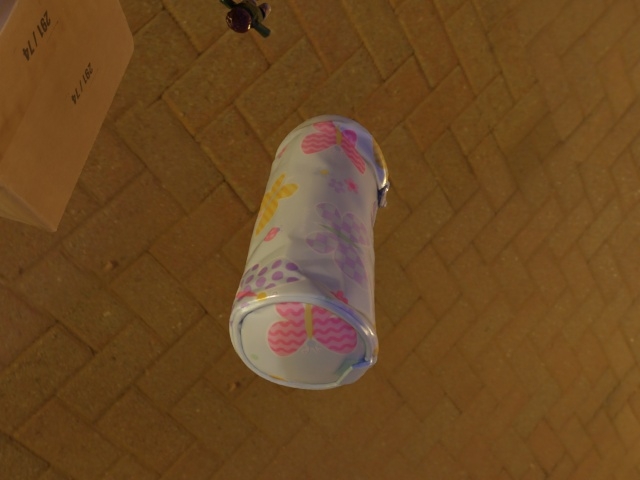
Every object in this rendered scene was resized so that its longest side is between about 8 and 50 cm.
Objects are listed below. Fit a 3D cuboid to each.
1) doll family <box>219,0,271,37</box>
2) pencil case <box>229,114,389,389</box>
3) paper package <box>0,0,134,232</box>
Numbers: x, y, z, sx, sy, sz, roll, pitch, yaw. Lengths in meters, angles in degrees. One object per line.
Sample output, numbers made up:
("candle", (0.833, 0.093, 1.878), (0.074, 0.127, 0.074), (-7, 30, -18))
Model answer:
("doll family", (-0.128, -0.294, 0.662), (0.193, 0.111, 0.076), (28, 120, -7))
("pencil case", (0.000, 0.000, 0.564), (0.124, 0.273, 0.113), (37, 126, -21))
("paper package", (-0.380, -0.215, 0.735), (0.168, 0.309, 0.324), (15, 71, 2))
